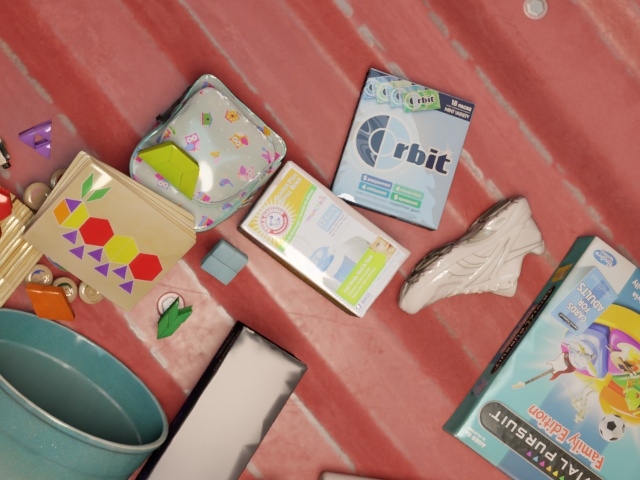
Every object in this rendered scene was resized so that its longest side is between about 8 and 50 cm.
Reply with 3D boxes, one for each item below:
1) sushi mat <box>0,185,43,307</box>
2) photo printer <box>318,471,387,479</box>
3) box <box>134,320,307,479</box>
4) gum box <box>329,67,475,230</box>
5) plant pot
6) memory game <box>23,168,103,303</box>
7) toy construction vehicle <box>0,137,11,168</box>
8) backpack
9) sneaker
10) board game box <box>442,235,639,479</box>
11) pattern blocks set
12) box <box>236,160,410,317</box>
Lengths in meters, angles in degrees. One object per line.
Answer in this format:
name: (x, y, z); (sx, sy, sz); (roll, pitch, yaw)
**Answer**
sushi mat: (-0.470, 0.070, 1.348); (0.151, 0.019, 0.316); (45, 72, -29)
photo printer: (0.131, 0.457, 1.482); (0.307, 0.107, 0.256); (11, 87, -7)
box: (-0.133, 0.239, 1.417); (0.103, 0.184, 0.261); (33, 84, -7)
gum box: (0.112, -0.124, 1.530); (0.157, 0.041, 0.184); (18, 85, -6)
plant pot: (-0.369, 0.265, 1.362); (0.272, 0.271, 0.255); (34, 99, -5)
memory game: (-0.317, -0.006, 1.455); (0.186, 0.012, 0.186); (-1, 92, -28)
toy construction vehicle: (-0.456, -0.110, 1.468); (0.086, 0.035, 0.098); (-30, 89, 4)
backpack: (-0.155, -0.103, 1.449); (0.166, 0.144, 0.188); (43, 91, -9)
sneaker: (0.215, 0.043, 1.516); (0.232, 0.090, 0.115); (-35, 96, -6)
board game box: (0.372, 0.203, 1.533); (0.254, 0.079, 0.336); (37, 84, -4)
pattern blocks set: (-0.263, -0.012, 1.373); (0.285, 0.026, 0.325); (-37, 117, 10)
box: (0.000, 0.000, 1.481); (0.203, 0.103, 0.114); (38, 84, -4)
